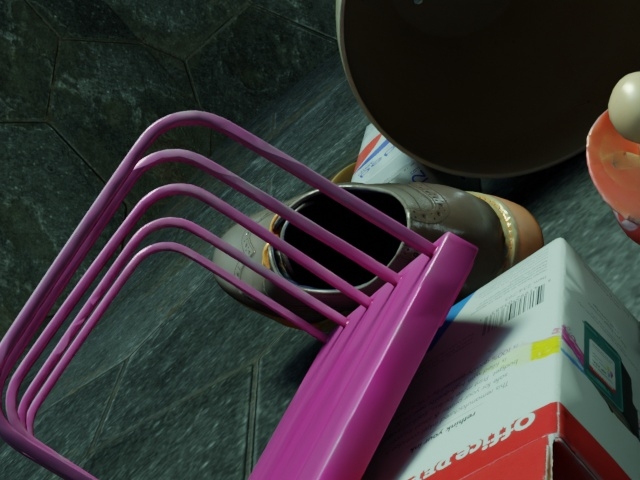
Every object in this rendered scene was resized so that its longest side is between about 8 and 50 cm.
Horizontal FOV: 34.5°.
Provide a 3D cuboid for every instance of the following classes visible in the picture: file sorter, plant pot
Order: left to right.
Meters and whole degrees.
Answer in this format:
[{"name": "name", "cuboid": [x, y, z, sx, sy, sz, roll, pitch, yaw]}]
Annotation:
[{"name": "file sorter", "cuboid": [-0.072, 0.077, 0.615, 0.202, 0.182, 0.290, -60, 2, -19]}, {"name": "plant pot", "cuboid": [0.142, -0.222, 0.907, 0.284, 0.284, 0.191, -39, 26, 12]}]

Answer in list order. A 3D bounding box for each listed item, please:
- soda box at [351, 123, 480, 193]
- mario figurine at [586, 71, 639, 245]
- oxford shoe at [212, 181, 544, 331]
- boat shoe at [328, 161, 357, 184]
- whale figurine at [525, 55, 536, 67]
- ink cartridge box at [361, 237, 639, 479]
[{"name": "soda box", "cuboid": [0.098, -0.069, 1.044, 0.091, 0.098, 0.286, -38, 14, 20]}, {"name": "mario figurine", "cuboid": [0.211, -0.094, 0.464, 0.198, 0.170, 0.320, -50, -8, -34]}, {"name": "oxford shoe", "cuboid": [0.000, 0.000, 0.823, 0.364, 0.133, 0.130, -7, 71, 52]}, {"name": "boat shoe", "cuboid": [0.003, -0.017, 1.206, 0.073, 0.073, 0.207, -22, 23, 52]}, {"name": "whale figurine", "cuboid": [0.256, -0.240, 1.040, 0.216, 0.141, 0.272, -47, 16, -23]}, {"name": "ink cartridge box", "cuboid": [0.087, 0.108, 0.510, 0.134, 0.078, 0.231, -37, 13, 28]}]
